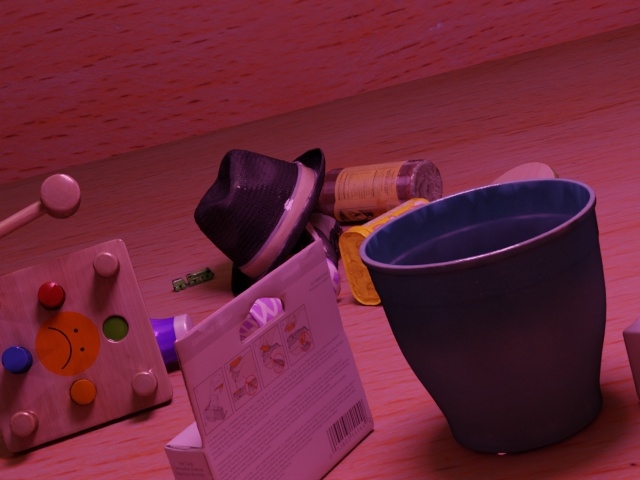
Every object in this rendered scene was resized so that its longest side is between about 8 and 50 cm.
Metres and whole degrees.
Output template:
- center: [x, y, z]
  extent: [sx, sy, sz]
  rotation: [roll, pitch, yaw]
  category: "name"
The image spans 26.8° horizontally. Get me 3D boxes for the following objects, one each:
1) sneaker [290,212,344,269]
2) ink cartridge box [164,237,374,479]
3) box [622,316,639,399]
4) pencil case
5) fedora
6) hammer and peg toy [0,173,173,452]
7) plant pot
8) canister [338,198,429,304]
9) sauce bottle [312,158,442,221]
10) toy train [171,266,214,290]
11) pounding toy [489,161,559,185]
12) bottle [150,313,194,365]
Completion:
- center: [0.000, 0.000, 2.391]
  extent: [0.108, 0.100, 0.271]
  rotation: [-4, 17, -10]
  category: "sneaker"
- center: [-0.066, 0.171, 1.546]
  extent: [0.066, 0.261, 0.296]
  rotation: [-4, 20, 36]
  category: "ink cartridge box"
- center: [0.452, 0.118, 1.512]
  extent: [0.170, 0.091, 0.130]
  rotation: [-1, 22, 43]
  category: "box"
- center: [-0.058, 0.093, 2.138]
  extent: [0.088, 0.086, 0.206]
  rotation: [15, 32, 39]
  category: "pencil case"
- center: [-0.126, -0.061, 2.359]
  extent: [0.334, 0.152, 0.334]
  rotation: [-55, 15, 22]
  category: "fedora"
- center: [-0.394, 0.104, 1.969]
  extent: [0.265, 0.361, 0.127]
  rotation: [-19, -5, -6]
  category: "hammer and peg toy"
- center: [0.207, 0.094, 1.543]
  extent: [0.271, 0.255, 0.272]
  rotation: [-15, 15, 4]
  category: "plant pot"
- center: [0.119, 0.014, 2.160]
  extent: [0.073, 0.126, 0.170]
  rotation: [0, 20, 45]
  category: "canister"
- center: [0.074, -0.092, 2.602]
  extent: [0.344, 0.111, 0.111]
  rotation: [-3, 20, 43]
  category: "sauce bottle"
- center: [-0.240, 0.072, 2.519]
  extent: [0.083, 0.024, 0.017]
  rotation: [-21, 16, -13]
  category: "toy train"
- center: [0.306, -0.001, 2.114]
  extent: [0.237, 0.110, 0.183]
  rotation: [-44, 25, 8]
  category: "pounding toy"
- center: [-0.334, 0.182, 2.106]
  extent: [0.282, 0.092, 0.118]
  rotation: [-15, 16, 5]
  category: "bottle"
